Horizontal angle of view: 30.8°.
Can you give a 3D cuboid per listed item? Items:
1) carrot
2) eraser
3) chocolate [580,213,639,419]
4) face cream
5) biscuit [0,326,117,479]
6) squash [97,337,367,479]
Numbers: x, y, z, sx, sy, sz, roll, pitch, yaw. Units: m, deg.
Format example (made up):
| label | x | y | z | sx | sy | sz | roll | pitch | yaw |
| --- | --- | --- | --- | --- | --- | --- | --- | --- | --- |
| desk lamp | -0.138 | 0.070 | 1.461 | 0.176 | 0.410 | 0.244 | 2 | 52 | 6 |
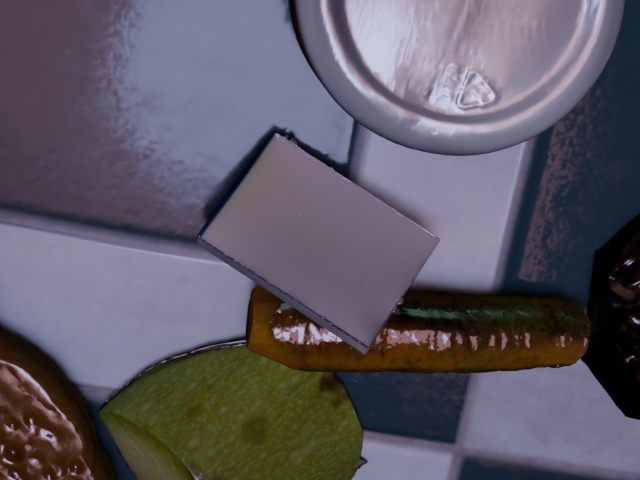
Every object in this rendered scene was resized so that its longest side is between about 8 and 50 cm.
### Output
| label | x | y | z | sx | sy | sz | roll | pitch | yaw |
| --- | --- | --- | --- | --- | --- | --- | --- | --- | --- |
| carrot | 0.074 | 0.067 | 0.885 | 0.260 | 0.070 | 0.070 | 2 | 102 | -6 |
| eraser | 0.000 | 0.000 | 0.850 | 0.150 | 0.023 | 0.104 | 33 | 72 | 4 |
| chocolate | 0.330 | 0.065 | 0.842 | 0.224 | 0.177 | 0.206 | 3 | 102 | -5 |
| face cream | 0.080 | -0.165 | 0.770 | 0.201 | 0.187 | 0.201 | -1 | 102 | -3 |
| biscuit | -0.320 | 0.195 | 0.887 | 0.381 | 0.074 | 0.359 | 28 | 101 | -11 |
| squash | -0.057 | 0.172 | 0.889 | 0.184 | 0.085 | 0.192 | -28 | 104 | 4 |
